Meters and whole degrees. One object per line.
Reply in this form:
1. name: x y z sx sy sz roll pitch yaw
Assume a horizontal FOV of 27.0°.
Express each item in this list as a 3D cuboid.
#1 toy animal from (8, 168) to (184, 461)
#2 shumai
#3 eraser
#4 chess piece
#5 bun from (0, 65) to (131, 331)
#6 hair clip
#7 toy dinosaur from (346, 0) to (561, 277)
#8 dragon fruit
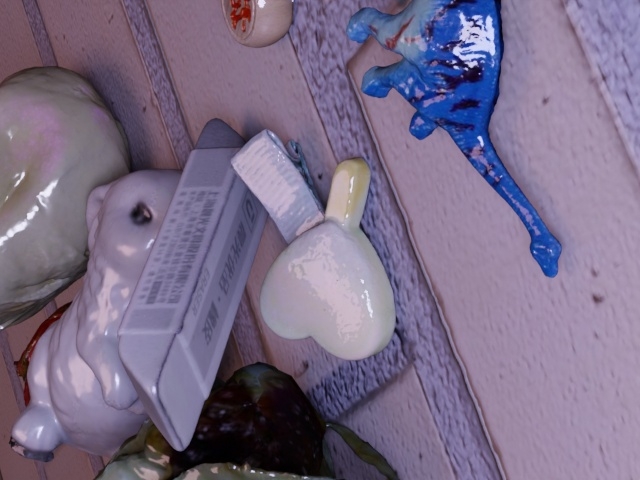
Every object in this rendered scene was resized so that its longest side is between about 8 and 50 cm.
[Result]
1. toy animal: -0.200 0.076 1.433 0.258 0.194 0.357 -105 31 -66
2. shumai: -0.082 0.280 1.171 0.395 0.395 0.348 12 85 61
3. eraser: -0.106 0.025 1.151 0.352 0.061 0.089 -74 -26 -45
4. chess piece: -0.056 -0.210 1.164 0.084 0.038 0.083 35 132 51
5. bun: -0.347 -0.034 1.588 0.361 0.213 0.361 -57 11 17
6. hair clip: 0.001 -0.002 1.120 0.159 0.071 0.218 -46 61 33
7. toy dinosaur: 0.079 -0.133 0.901 0.144 0.076 0.329 -2 102 56
8. dragon fruit: -0.329 0.132 1.740 0.127 0.121 0.161 -57 46 47
